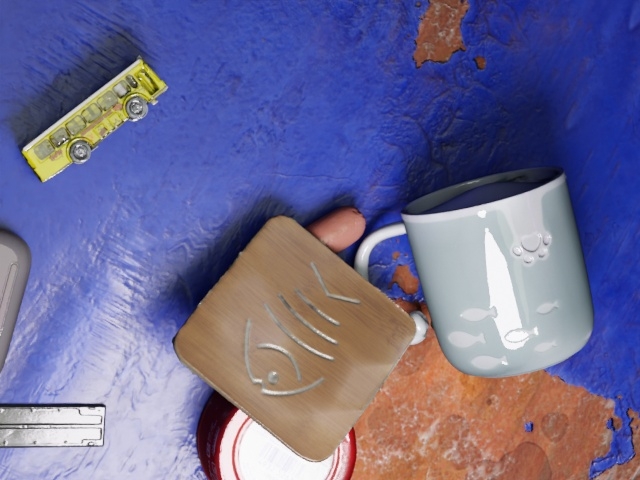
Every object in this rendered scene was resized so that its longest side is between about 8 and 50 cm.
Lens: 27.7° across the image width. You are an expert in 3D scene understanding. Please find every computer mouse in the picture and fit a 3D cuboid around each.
[{"bbox_3d":[-0.487,0.095,1.846,0.120,0.057,0.232,14,86,-18],"label":"computer mouse"}]

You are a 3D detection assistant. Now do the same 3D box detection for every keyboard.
[{"bbox_3d":[-0.417,0.271,1.903,0.202,0.011,0.067,2,94,-18],"label":"keyboard"}]

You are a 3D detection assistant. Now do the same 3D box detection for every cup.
[{"bbox_3d":[0.232,0.063,1.995,0.356,0.259,0.275,-14,99,15],"label":"cup"}]

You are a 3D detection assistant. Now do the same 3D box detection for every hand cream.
[{"bbox_3d":[-0.066,0.307,1.947,0.230,0.149,0.230,-1,95,-15],"label":"hand cream"}]

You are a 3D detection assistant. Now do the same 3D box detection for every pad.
[{"bbox_3d":[-0.033,0.140,1.894,0.286,0.018,0.284,39,64,-2],"label":"pad"}]

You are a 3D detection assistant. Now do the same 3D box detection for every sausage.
[{"bbox_3d":[0.000,0.000,1.992,0.154,0.062,0.062,-31,102,-13],"label":"sausage"}]

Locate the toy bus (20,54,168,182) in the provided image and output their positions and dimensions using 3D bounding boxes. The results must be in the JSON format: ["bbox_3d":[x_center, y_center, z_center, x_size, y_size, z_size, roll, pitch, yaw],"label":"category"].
[{"bbox_3d":[-0.326,-0.170,1.874,0.226,0.081,0.074,-39,99,-8],"label":"toy bus"}]
